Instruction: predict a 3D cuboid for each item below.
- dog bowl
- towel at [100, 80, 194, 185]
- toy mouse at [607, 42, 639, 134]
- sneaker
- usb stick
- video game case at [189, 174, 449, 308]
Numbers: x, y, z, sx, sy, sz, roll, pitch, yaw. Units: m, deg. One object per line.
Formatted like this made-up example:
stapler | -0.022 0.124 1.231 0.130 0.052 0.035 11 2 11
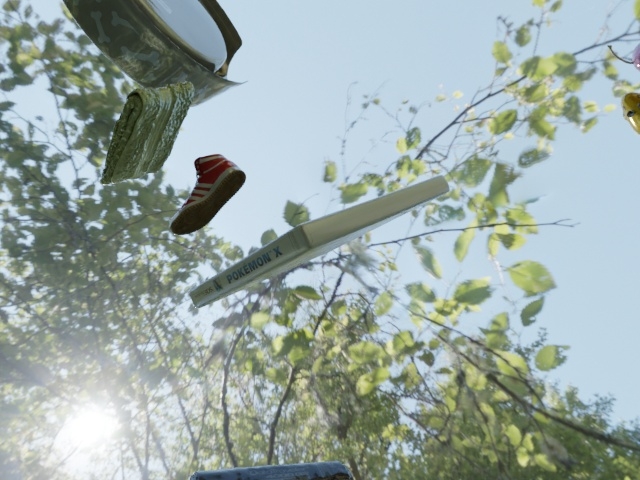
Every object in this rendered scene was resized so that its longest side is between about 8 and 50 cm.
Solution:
dog bowl | -0.267 -0.371 0.840 0.102 0.349 0.348 -34 -84 22
towel | -0.216 -0.133 0.650 0.027 0.110 0.148 41 -55 7
toy mouse | 0.389 -0.173 0.544 0.161 0.031 0.143 43 -51 -5
sneaker | -0.157 -0.063 0.669 0.118 0.042 0.067 -42 -125 -3
usb stick | -0.078 0.405 0.852 0.278 0.077 0.045 6 -76 -23
video game case | 0.000 0.000 0.802 0.329 0.300 0.036 -23 -94 -44
